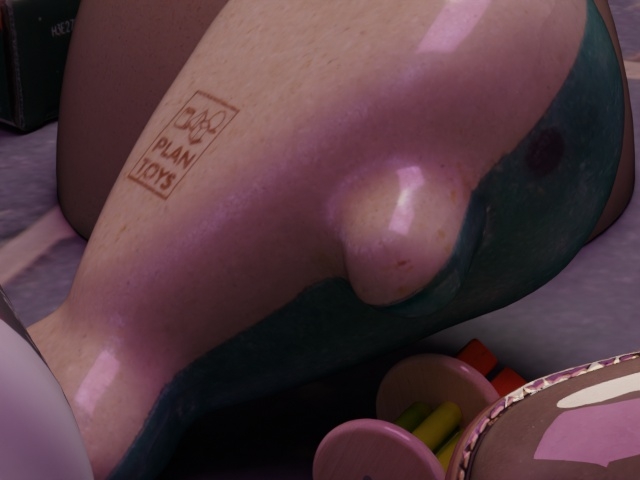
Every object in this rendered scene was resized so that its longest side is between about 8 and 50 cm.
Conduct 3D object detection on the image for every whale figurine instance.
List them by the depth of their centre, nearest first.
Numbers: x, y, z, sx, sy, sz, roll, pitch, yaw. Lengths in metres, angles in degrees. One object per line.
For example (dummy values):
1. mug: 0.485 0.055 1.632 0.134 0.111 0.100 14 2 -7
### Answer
1. whale figurine: 0.000 0.000 0.744 0.272 0.141 0.216 -48 30 -9

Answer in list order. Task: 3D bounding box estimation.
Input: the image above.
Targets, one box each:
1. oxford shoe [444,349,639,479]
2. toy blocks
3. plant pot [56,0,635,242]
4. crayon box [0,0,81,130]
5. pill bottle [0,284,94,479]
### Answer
1. oxford shoe: 0.207 0.068 0.551 0.348 0.123 0.130 0 -18 5
2. toy blocks: 0.084 0.063 0.703 0.123 0.054 0.148 12 27 27
3. plant pot: 0.011 -0.120 0.945 0.284 0.191 0.284 -1 24 0
4. crayon box: -0.208 -0.164 1.185 0.318 0.081 0.202 19 32 38
5. pill bottle: -0.166 0.062 0.575 0.176 0.176 0.318 -11 26 -19
